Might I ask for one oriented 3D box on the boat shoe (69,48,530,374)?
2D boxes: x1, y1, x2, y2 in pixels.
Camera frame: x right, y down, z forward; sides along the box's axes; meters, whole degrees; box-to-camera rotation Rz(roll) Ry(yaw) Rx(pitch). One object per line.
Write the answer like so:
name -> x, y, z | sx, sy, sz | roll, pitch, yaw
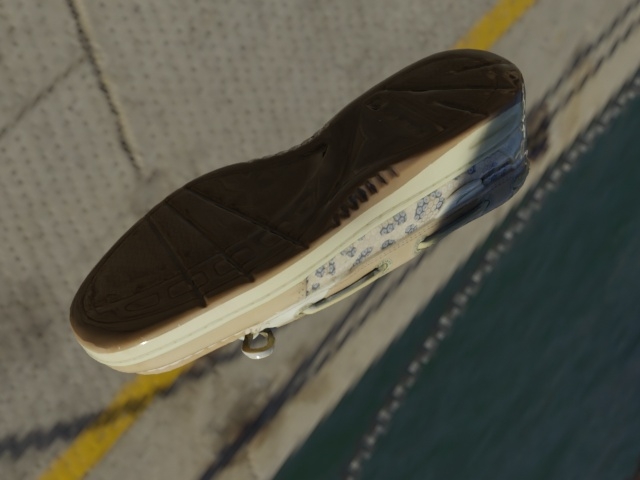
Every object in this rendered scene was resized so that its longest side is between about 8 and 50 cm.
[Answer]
boat shoe -> 0.000, 0.000, 0.928 | 0.285, 0.104, 0.089 | -30, 131, -13
